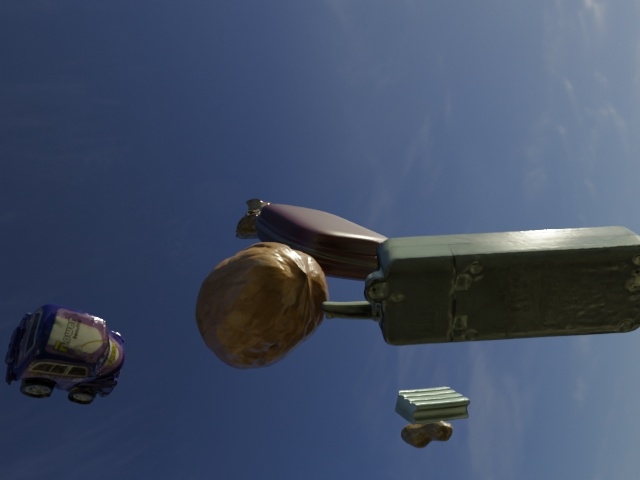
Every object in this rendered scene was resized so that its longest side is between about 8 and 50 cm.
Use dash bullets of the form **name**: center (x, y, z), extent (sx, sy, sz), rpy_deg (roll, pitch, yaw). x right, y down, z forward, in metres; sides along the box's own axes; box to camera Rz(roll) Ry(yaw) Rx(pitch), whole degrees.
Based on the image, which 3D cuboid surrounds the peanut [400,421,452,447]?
- **peanut**: center (0.366, 0.665, 1.876), extent (0.089, 0.193, 0.089), rpy_deg (39, -143, -37)

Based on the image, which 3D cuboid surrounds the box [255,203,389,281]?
- **box**: center (0.000, 0.000, 1.284), extent (0.263, 0.404, 0.108), rpy_deg (9, -81, -24)

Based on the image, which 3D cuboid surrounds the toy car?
- **toy car**: center (-0.522, 0.234, 1.157), extent (0.235, 0.158, 0.172), rpy_deg (24, -134, -34)

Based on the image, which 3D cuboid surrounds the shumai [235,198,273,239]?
- **shumai**: center (-0.191, -0.067, 1.620), extent (0.145, 0.145, 0.116), rpy_deg (1, -103, -48)

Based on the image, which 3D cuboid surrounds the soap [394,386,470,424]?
- **soap**: center (0.332, 0.492, 1.631), extent (0.198, 0.119, 0.066), rpy_deg (3, -86, -25)

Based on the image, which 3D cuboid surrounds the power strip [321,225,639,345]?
- **power strip**: center (0.144, 0.043, 0.493), extent (0.053, 0.288, 0.093), rpy_deg (-92, -1, -64)

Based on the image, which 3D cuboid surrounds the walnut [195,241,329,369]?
- **walnut**: center (-0.093, 0.102, 0.869), extent (0.195, 0.221, 0.195), rpy_deg (31, -140, -30)
